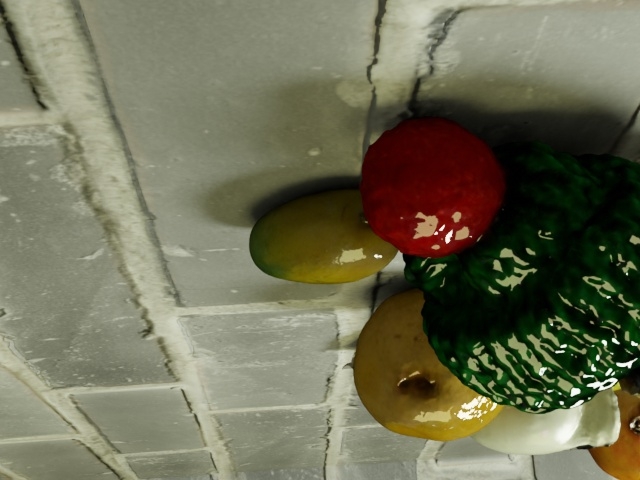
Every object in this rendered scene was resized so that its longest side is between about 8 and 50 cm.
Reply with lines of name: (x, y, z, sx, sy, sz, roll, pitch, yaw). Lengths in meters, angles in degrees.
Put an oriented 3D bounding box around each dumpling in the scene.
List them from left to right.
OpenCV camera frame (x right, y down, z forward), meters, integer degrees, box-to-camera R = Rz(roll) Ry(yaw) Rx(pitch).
dumpling: (0.284, 0.179, 1.871, 0.243, 0.226, 0.175, -3, -164, 14)

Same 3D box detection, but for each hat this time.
hat: (0.163, -0.007, 1.259, 0.332, 0.242, 0.274, 34, 121, -29)

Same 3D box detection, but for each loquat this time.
loquat: (0.144, 0.158, 1.764, 0.208, 0.208, 0.208, -4, 164, -1)

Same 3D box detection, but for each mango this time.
mango: (0.000, 0.000, 1.399, 0.130, 0.091, 0.195, 3, 171, -29)

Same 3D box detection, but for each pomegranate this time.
pomegranate: (0.504, 0.245, 2.045, 0.264, 0.264, 0.264, -4, 164, -1)

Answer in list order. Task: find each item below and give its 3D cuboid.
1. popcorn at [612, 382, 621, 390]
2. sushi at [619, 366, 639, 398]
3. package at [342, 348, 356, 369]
popcorn: (0.395, 0.149, 1.932, 0.145, 0.125, 0.126, -23, 148, 24)
sushi: (0.433, 0.087, 1.644, 0.213, 0.204, 0.200, 29, -159, 16)
package: (0.176, 0.164, 2.037, 0.204, 0.062, 0.251, 3, 158, -27)
